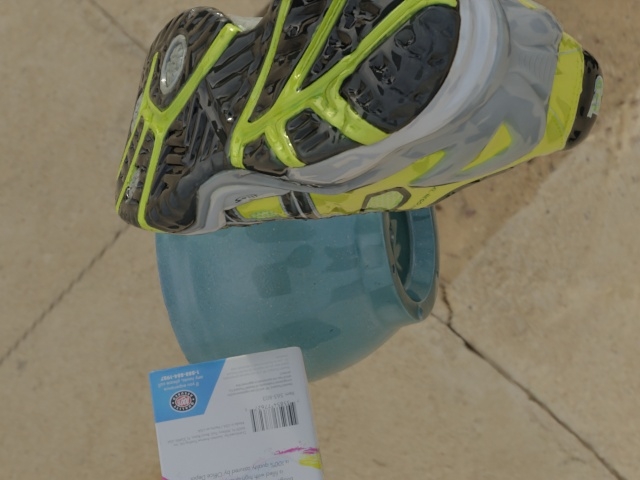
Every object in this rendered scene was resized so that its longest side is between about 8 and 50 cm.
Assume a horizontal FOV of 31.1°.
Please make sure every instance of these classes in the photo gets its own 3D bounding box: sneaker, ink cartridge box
[{"bbox_3d":[-0.006,-0.061,0.667,0.385,0.147,0.145,3,80,59],"label":"sneaker"},{"bbox_3d":[-0.048,0.171,0.766,0.104,0.061,0.181,-10,73,-1],"label":"ink cartridge box"}]

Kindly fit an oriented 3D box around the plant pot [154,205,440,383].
[{"bbox_3d":[0.000,0.000,1.106,0.196,0.293,0.293,-7,68,21],"label":"plant pot"}]
